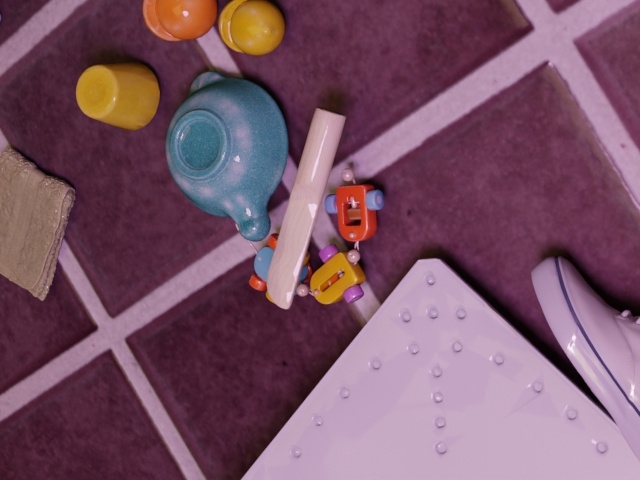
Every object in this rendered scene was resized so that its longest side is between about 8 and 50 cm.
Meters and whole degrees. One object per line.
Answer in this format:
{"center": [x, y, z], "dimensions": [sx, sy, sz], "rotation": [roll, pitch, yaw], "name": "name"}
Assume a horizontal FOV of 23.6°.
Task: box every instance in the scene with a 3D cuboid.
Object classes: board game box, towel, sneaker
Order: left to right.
{"center": [-0.322, -0.018, 1.667], "dimensions": [0.110, 0.027, 0.148], "rotation": [31, 120, 21], "name": "towel"}
{"center": [0.124, 0.282, 1.392], "dimensions": [0.390, 0.050, 0.390], "rotation": [44, 107, 20], "name": "board game box"}
{"center": [0.273, 0.106, 1.282], "dimensions": [0.091, 0.094, 0.258], "rotation": [-39, 64, 14], "name": "sneaker"}

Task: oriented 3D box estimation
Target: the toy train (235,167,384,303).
{"center": [0.000, 0.000, 1.464], "dimensions": [0.166, 0.046, 0.125], "rotation": [-9, 90, 36], "name": "toy train"}

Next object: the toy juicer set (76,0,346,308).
{"center": [-0.072, -0.117, 1.451], "dimensions": [0.329, 0.089, 0.209], "rotation": [43, 110, 23], "name": "toy juicer set"}
